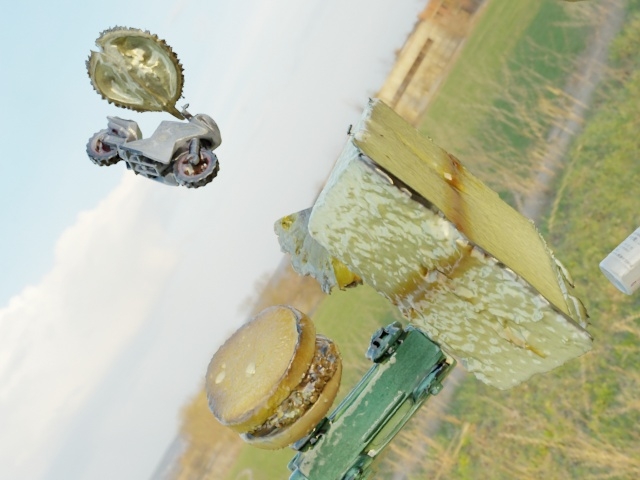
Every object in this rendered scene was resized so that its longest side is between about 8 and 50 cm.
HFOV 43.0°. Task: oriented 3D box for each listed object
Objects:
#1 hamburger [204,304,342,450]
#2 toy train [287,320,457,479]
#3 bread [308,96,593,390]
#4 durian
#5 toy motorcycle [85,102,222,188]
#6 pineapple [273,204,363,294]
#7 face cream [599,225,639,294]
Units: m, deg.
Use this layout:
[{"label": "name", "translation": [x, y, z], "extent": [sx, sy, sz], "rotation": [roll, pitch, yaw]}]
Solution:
[{"label": "hamburger", "translation": [-0.050, 0.180, 1.063], "extent": [0.191, 0.118, 0.182], "rotation": [-31, 36, 33]}, {"label": "toy train", "translation": [0.094, 0.294, 1.394], "extent": [0.369, 0.150, 0.237], "rotation": [-48, -20, -6]}, {"label": "bread", "translation": [0.178, -0.058, 1.026], "extent": [0.405, 0.346, 0.242], "rotation": [-58, -1, -38]}, {"label": "durian", "translation": [-0.282, -0.269, 1.317], "extent": [0.148, 0.188, 0.091], "rotation": [-39, 13, 18]}, {"label": "toy motorcycle", "translation": [-0.233, -0.143, 1.171], "extent": [0.080, 0.215, 0.122], "rotation": [76, -145, -54]}, {"label": "pineapple", "translation": [0.000, 0.000, 1.656], "extent": [0.114, 0.236, 0.186], "rotation": [-26, -33, -46]}, {"label": "face cream", "translation": [0.625, -0.019, 1.452], "extent": [0.269, 0.082, 0.082], "rotation": [-42, 3, 4]}]
